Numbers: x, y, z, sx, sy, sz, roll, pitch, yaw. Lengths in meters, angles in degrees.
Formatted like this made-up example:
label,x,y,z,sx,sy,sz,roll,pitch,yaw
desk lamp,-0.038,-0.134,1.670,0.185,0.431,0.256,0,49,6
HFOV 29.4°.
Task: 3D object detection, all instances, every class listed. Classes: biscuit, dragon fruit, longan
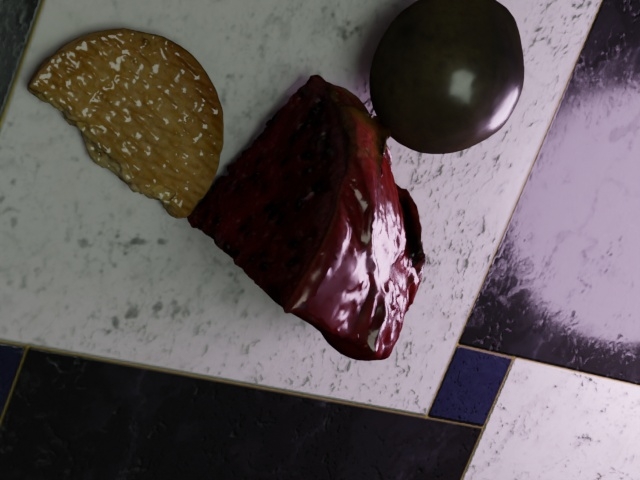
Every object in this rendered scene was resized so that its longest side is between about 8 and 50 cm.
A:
label,x,y,z,sx,sy,sz,roll,pitch,yaw
biscuit,-0.177,-0.132,1.215,0.224,0.033,0.144,41,84,-36
dragon fruit,0.000,0.000,1.324,0.330,0.240,0.302,58,46,-56
longan,0.138,-0.183,1.312,0.167,0.167,0.187,33,66,-36
